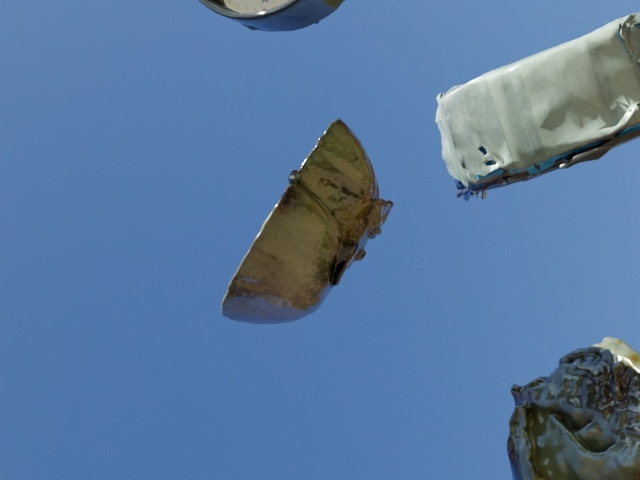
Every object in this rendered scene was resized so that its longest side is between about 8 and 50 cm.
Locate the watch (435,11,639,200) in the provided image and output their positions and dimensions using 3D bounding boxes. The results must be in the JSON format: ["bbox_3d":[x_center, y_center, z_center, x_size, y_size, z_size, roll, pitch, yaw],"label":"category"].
[{"bbox_3d":[0.204,-0.089,0.670,0.274,0.276,0.068,3,-113,-78],"label":"watch"}]

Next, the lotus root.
[{"bbox_3d":[0.000,0.001,0.884,0.078,0.203,0.183,29,-92,7],"label":"lotus root"}]

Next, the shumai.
[{"bbox_3d":[0.216,0.175,0.864,0.142,0.184,0.184,-31,-77,-5],"label":"shumai"}]

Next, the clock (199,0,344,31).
[{"bbox_3d":[-0.062,-0.479,1.475,0.076,0.386,0.386,-1,-98,-51],"label":"clock"}]
